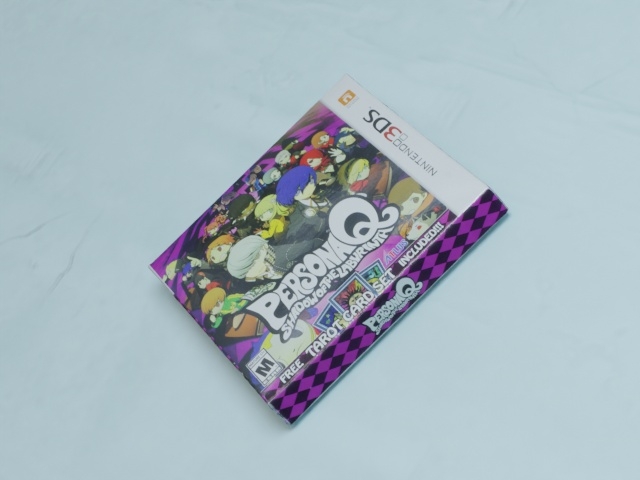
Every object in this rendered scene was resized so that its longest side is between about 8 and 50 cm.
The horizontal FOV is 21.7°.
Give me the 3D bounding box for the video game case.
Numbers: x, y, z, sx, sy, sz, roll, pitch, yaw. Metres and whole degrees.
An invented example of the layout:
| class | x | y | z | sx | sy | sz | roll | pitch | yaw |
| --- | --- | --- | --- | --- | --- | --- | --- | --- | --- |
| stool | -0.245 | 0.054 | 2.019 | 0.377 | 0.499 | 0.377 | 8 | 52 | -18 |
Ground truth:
| class | x | y | z | sx | sy | sz | roll | pitch | yaw |
| --- | --- | --- | --- | --- | --- | --- | --- | --- | --- |
| video game case | 0.000 | 0.000 | 1.300 | 0.232 | 0.042 | 0.210 | -44 | 43 | -1 |
